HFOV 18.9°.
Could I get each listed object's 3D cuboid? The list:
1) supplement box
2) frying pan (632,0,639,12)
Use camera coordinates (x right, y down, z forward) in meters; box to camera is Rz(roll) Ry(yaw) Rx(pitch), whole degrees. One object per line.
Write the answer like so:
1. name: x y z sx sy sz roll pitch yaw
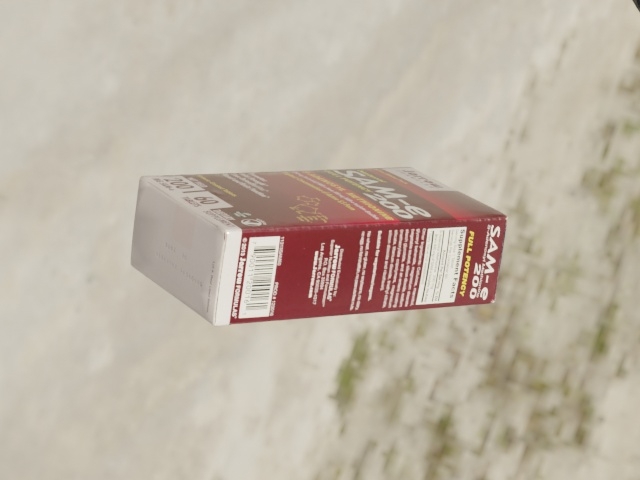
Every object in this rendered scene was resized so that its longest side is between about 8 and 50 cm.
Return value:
1. supplement box: 0.000 0.000 1.380 0.239 0.130 0.073 -3 110 -34
2. frying pan: 0.205 -0.330 1.490 0.053 0.326 0.197 -34 167 -13
